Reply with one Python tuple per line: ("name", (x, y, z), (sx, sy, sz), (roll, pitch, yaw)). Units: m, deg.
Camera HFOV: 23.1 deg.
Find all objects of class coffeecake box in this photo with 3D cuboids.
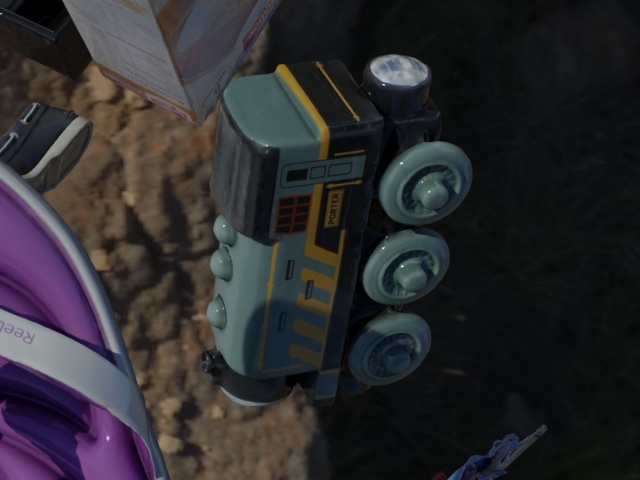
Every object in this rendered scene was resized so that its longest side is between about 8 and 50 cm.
("coffeecake box", (-0.061, -0.157, 0.768), (0.068, 0.185, 0.142), (29, 79, 10))

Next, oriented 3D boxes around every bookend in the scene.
("bookend", (-0.272, -0.266, 1.587), (0.156, 0.072, 0.157), (27, 69, 23))

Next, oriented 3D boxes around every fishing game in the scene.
("fishing game", (0.140, 0.272, 1.632), (0.041, 0.189, 0.264), (50, 23, 17))

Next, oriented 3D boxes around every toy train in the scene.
("toy train", (0.000, 0.000, 1.271), (0.190, 0.142, 0.334), (-7, 131, -21))

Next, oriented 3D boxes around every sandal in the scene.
("sandal", (-0.175, 0.107, 0.896), (0.169, 0.102, 0.416), (-31, 99, -4))

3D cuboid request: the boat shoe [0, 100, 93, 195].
("boat shoe", (-0.278, -0.054, 1.357), (0.065, 0.075, 0.206), (31, 45, 8))
